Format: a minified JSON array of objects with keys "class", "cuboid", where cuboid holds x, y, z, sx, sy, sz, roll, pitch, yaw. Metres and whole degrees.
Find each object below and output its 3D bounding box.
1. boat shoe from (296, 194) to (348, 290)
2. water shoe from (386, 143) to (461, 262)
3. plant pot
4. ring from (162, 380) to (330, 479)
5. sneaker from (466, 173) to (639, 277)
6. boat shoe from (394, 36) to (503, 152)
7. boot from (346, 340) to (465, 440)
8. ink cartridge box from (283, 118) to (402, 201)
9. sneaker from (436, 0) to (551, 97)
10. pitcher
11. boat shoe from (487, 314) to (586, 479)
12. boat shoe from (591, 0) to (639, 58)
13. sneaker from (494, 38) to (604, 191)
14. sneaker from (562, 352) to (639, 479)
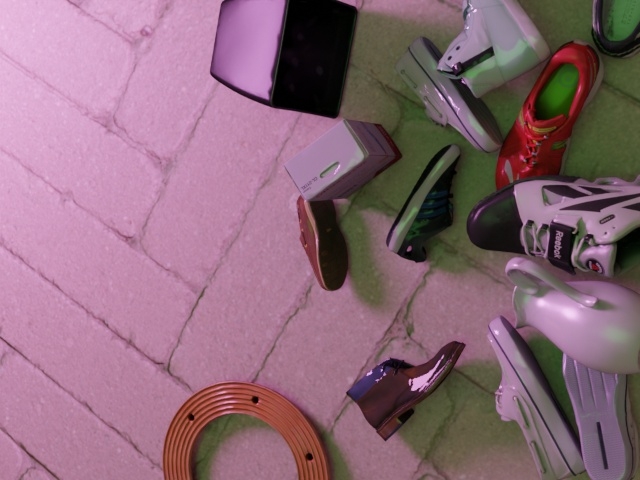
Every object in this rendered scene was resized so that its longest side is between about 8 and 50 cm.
[{"class":"boat shoe","cuboid":[0.000,0.000,1.496,0.060,0.064,0.177,-16,85,53]},{"class":"water shoe","cuboid":[0.183,-0.059,1.417,0.080,0.073,0.203,29,109,-4]},{"class":"plant pot","cuboid":[-0.071,-0.311,1.442,0.167,0.187,0.188,15,99,34]},{"class":"ring","cuboid":[-0.135,0.417,1.592,0.337,0.032,0.336,1,93,23]},{"class":"sneaker","cuboid":[0.371,-0.012,1.266,0.331,0.146,0.122,-7,132,19]},{"class":"boat shoe","cuboid":[0.200,-0.216,1.392,0.076,0.083,0.226,-43,66,30]},{"class":"boot","cuboid":[0.136,0.221,1.439,0.106,0.082,0.219,42,110,12]},{"class":"ink cartridge box","cuboid":[0.039,-0.127,1.403,0.127,0.175,0.072,-35,81,20]},{"class":"sneaker","cuboid":[0.217,-0.332,1.326,0.151,0.094,0.255,-33,61,13]},{"class":"pitcher","cuboid":[0.367,0.099,1.250,0.207,0.177,0.125,21,72,39]},{"class":"boat shoe","cuboid":[0.315,0.249,1.365,0.088,0.096,0.267,-29,91,17]},{"class":"boat shoe","cuboid":[0.461,-0.413,1.255,0.114,0.091,0.302,11,98,21]},{"class":"sneaker","cuboid":[0.324,-0.166,1.308,0.107,0.118,0.278,25,112,19]},{"class":"sneaker","cuboid":[0.421,0.240,1.323,0.094,0.091,0.258,-8,70,28]}]
